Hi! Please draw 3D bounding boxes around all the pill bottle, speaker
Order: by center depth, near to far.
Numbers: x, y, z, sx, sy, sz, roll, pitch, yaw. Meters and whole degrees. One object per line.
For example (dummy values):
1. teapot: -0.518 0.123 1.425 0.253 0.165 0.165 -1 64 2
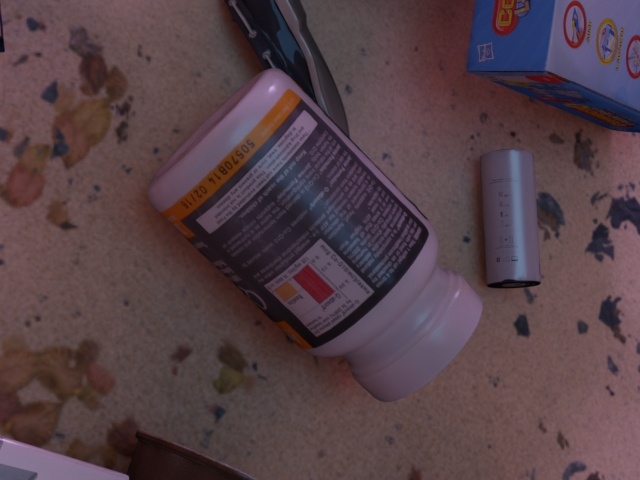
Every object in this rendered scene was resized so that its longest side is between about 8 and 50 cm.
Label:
1. pill bottle: 0.000 0.000 0.965 0.278 0.162 0.162 45 65 -12
2. speaker: 0.191 -0.022 1.125 0.055 0.055 0.136 3 79 -26

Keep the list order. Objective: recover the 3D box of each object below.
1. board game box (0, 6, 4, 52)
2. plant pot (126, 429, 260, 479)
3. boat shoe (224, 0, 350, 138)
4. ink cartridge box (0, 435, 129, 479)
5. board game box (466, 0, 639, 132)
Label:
1. board game box: -0.347 -0.268 0.891 0.165 0.042 0.243 -5 83 -14
2. plant pot: -0.102 0.258 0.873 0.167 0.167 0.165 29 74 -19
3. boat shoe: -0.030 -0.157 1.051 0.065 0.075 0.206 -20 97 15
4. ink cartridge box: -0.301 0.225 0.801 0.273 0.115 0.198 22 72 -21
5. board game box: 0.279 -0.281 1.102 0.302 0.086 0.308 10 88 -49
